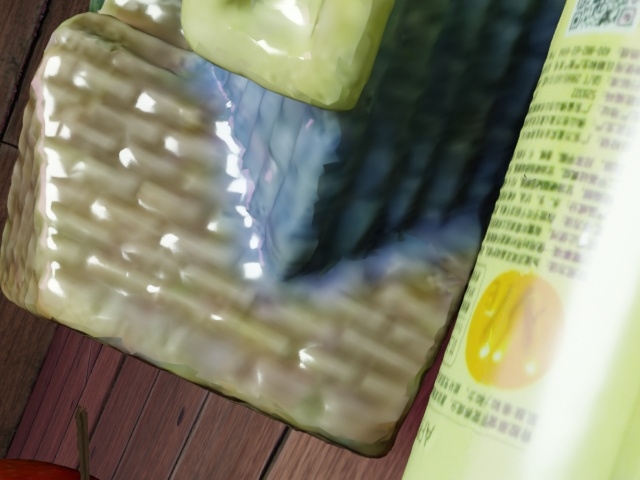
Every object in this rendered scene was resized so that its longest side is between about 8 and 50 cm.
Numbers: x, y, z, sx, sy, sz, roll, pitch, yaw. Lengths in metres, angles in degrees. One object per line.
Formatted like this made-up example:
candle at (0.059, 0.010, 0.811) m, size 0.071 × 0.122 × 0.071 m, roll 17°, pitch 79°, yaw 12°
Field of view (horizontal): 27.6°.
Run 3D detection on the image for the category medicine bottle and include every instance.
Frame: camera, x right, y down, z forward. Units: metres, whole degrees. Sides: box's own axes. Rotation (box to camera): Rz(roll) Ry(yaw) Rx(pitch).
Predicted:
medicine bottle at (0.101, 0.022, 0.373) m, size 0.124 × 0.124 × 0.239 m, roll -170°, pitch 98°, yaw -76°

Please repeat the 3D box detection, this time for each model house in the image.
model house at (-0.016, -0.082, 0.536) m, size 0.266 × 0.261 × 0.321 m, roll -60°, pitch -7°, yaw -56°

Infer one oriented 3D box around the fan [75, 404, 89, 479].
fan at (-0.127, 0.301, 0.729) m, size 0.233 × 0.012 × 0.414 m, roll 87°, pitch 179°, yaw -79°

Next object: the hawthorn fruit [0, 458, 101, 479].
hawthorn fruit at (-0.240, 0.296, 0.985) m, size 0.295 × 0.295 × 0.311 m, roll -91°, pitch 26°, yaw -55°
